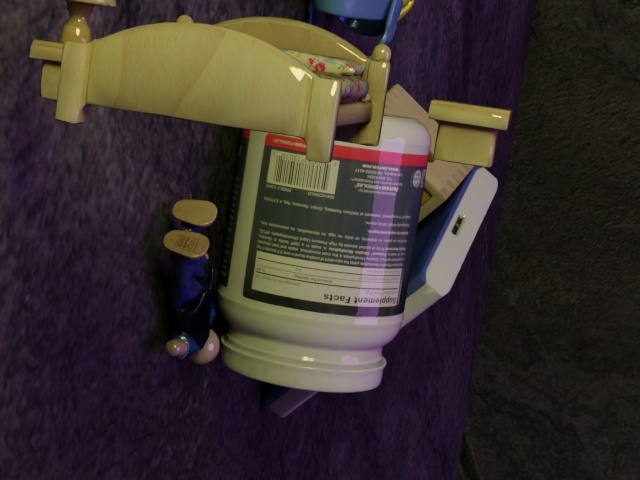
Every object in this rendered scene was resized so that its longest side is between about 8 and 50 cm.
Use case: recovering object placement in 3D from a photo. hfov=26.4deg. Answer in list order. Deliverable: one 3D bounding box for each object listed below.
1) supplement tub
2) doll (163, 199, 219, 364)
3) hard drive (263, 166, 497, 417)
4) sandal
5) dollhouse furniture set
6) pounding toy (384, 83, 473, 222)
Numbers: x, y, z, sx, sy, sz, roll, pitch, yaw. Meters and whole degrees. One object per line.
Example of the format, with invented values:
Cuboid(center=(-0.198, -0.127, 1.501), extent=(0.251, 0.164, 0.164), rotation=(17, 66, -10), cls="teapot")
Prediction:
Cuboid(center=(0.000, 0.000, 1.374), extent=(0.191, 0.191, 0.272), rotation=(-15, 115, -73), cls="supplement tub")
Cuboid(center=(-0.119, 0.053, 1.261), extent=(0.189, 0.046, 0.129), rotation=(92, 7, -50), cls="doll")
Cuboid(center=(0.067, 0.062, 1.578), extent=(0.318, 0.040, 0.210), rotation=(-42, -168, 44), cls="hard drive")
Cuboid(center=(0.035, -0.291, 1.444), extent=(0.317, 0.126, 0.138), rotation=(69, 39, -60), cls="sandal")
Cuboid(center=(-0.074, -0.140, 0.685), extent=(0.303, 0.355, 0.174), rotation=(-39, 138, -79), cls="dollhouse furniture set")
Cuboid(center=(0.035, -0.077, 1.544), extent=(0.206, 0.181, 0.094), rotation=(-42, -176, 45), cls="pounding toy")
